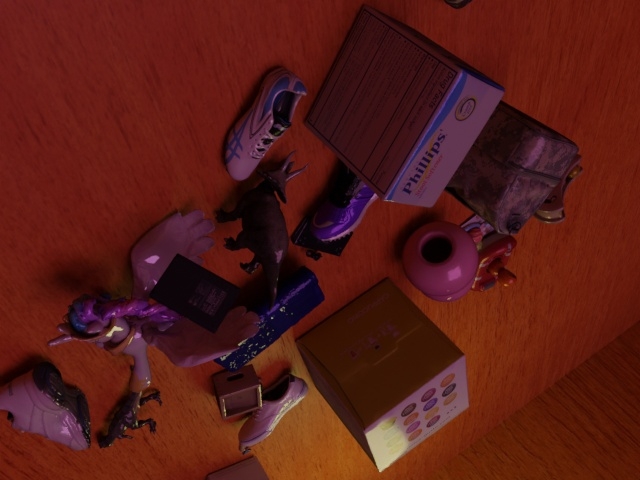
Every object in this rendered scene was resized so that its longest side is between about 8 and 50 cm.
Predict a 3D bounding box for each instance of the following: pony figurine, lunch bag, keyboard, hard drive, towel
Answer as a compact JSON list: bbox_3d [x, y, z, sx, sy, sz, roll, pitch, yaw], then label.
[{"bbox_3d":[-0.310,0.156,1.294,0.350,0.303,0.363,-27,157,-6],"label":"pony figurine"},{"bbox_3d":[0.400,-0.187,1.537,0.212,0.305,0.256,8,118,-43],"label":"lunch bag"},{"bbox_3d":[0.000,0.000,1.590,0.180,0.023,0.108,16,109,-48],"label":"keyboard"},{"bbox_3d":[-0.224,0.094,1.174,0.094,0.135,0.022,-60,179,-27],"label":"hard drive"},{"bbox_3d":[-0.132,0.185,1.580,0.308,0.076,0.228,-39,160,-8],"label":"towel"}]

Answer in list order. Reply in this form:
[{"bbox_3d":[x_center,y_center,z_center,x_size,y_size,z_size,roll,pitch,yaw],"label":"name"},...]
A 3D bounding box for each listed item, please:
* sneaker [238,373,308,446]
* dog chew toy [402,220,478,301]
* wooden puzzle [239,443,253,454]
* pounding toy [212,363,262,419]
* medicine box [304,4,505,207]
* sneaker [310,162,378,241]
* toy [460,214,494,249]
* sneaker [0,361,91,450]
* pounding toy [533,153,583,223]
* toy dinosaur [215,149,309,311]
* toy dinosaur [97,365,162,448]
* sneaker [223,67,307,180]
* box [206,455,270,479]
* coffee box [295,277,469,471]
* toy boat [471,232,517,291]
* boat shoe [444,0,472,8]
[{"bbox_3d":[-0.155,0.481,1.893,0.258,0.094,0.091,-46,126,-2],"label":"sneaker"},{"bbox_3d":[0.349,0.080,1.850,0.206,0.207,0.332,-41,151,-1],"label":"dog chew toy"},{"bbox_3d":[-0.215,0.623,2.027,0.078,0.014,0.116,-23,140,-23],"label":"wooden puzzle"},{"bbox_3d":[-0.211,0.394,1.749,0.141,0.100,0.130,-15,136,-17],"label":"pounding toy"},{"bbox_3d":[0.147,-0.251,1.242,0.149,0.289,0.264,5,124,-45],"label":"medicine box"},{"bbox_3d":[0.073,-0.133,1.466,0.293,0.102,0.146,-43,141,-7],"label":"sneaker"},{"bbox_3d":[0.469,-0.012,1.976,0.237,0.056,0.137,-39,142,-5],"label":"toy"},{"bbox_3d":[-0.576,0.362,1.383,0.129,0.111,0.297,-19,136,-5],"label":"sneaker"},{"bbox_3d":[0.661,-0.156,1.904,0.269,0.154,0.155,-48,144,-6],"label":"pounding toy"},{"bbox_3d":[-0.119,-0.022,1.304,0.121,0.314,0.160,16,154,-38],"label":"toy dinosaur"},{"bbox_3d":[-0.444,0.413,1.571,0.118,0.064,0.268,11,116,-40],"label":"toy dinosaur"},{"bbox_3d":[-0.107,-0.207,1.229,0.085,0.086,0.237,6,124,-47],"label":"sneaker"},{"bbox_3d":[-0.245,0.805,2.043,0.180,0.182,0.119,-11,135,-35],"label":"box"},{"bbox_3d":[0.183,0.383,1.875,0.337,0.338,0.334,-33,142,-12],"label":"coffee box"},{"bbox_3d":[0.563,0.088,2.082,0.151,0.151,0.231,-21,139,-27],"label":"toy boat"},{"bbox_3d":[0.334,-0.565,1.279,0.257,0.095,0.095,-44,158,12],"label":"boat shoe"}]
